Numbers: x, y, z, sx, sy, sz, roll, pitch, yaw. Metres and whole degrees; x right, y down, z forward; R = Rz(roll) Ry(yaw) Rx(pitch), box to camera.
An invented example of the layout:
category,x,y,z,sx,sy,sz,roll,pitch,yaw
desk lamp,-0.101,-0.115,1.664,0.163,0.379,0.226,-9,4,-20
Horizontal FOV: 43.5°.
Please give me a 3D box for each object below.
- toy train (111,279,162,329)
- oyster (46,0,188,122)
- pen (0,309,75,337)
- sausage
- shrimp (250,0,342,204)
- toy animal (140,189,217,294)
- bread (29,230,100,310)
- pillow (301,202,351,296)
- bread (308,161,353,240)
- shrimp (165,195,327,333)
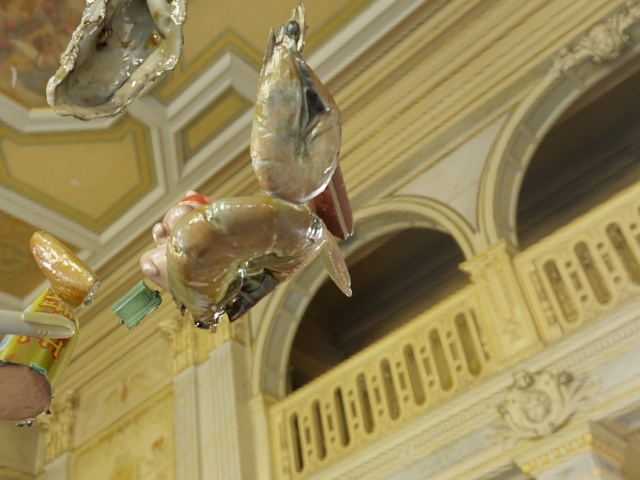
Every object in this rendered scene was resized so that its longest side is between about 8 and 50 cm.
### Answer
category,x,y,z,sx,sy,sz,roll,pitch,yaw
toy train,-0.344,0.120,1.500,0.093,0.038,0.056,-39,-58,2
oyster,-0.292,-0.313,1.190,0.166,0.341,0.110,21,-20,-31
pen,-0.408,0.099,1.002,0.040,0.032,0.233,-33,-29,29
sausage,-0.484,0.183,1.400,0.117,0.317,0.125,-31,-69,13
shrimp,-0.030,-0.212,1.262,0.168,0.077,0.317,2,-83,-40
toy animal,-0.239,0.013,1.519,0.171,0.171,0.197,44,-109,-43
bread,-0.384,0.060,1.246,0.136,0.054,0.154,8,-46,46
pillow,0.001,0.002,1.382,0.034,0.211,0.135,-28,-55,-4
bread,0.006,-0.099,1.466,0.067,0.119,0.192,-19,-74,-11
shrimp,-0.079,0.029,0.754,0.145,0.061,0.267,-6,-29,-21
